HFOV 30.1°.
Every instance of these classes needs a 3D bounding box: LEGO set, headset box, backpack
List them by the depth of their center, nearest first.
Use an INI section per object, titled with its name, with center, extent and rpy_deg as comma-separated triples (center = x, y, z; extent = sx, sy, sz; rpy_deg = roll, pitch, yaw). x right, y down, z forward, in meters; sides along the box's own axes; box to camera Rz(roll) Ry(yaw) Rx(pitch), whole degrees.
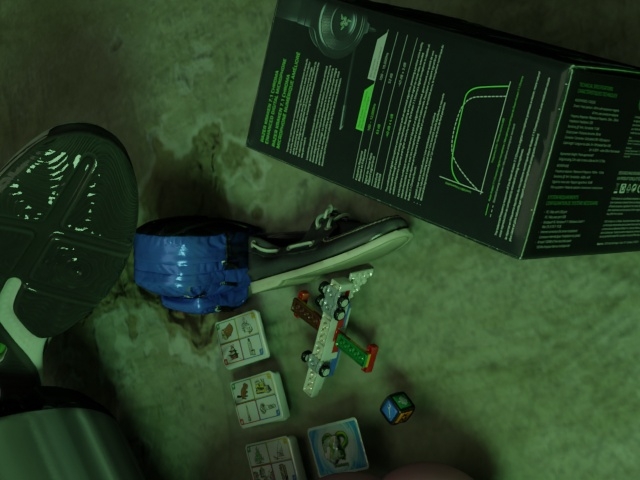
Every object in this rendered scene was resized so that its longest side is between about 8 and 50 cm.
[headset box]
center = 0.120, -0.094, 0.902
extent = 0.283, 0.246, 0.131
rpy_deg = 25, 107, 40
[LEGO set]
center = 0.000, 0.138, 1.159
extent = 0.244, 0.060, 0.182
rpy_deg = -24, 78, 49
[backpack]
center = -0.127, 0.025, 1.207
extent = 0.098, 0.120, 0.101
rpy_deg = 0, 91, 41

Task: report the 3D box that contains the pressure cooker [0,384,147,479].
[pressure cooker]
center = -0.305, 0.409, 1.205
extent = 0.370, 0.375, 0.420
rpy_deg = -48, 60, 28

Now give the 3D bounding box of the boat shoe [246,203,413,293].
[boat shoe]
center = 0.000, 0.000, 1.125
extent = 0.206, 0.075, 0.065
rpy_deg = -20, 80, 45

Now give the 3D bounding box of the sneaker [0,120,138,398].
[sneaker]
center = -0.333, 0.000, 1.297
extent = 0.447, 0.169, 0.257
rpy_deg = -57, 29, 33

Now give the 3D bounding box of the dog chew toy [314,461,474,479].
[dog chew toy]
center = 0.019, 0.299, 1.038
extent = 0.332, 0.206, 0.206
rpy_deg = -33, 69, 29
